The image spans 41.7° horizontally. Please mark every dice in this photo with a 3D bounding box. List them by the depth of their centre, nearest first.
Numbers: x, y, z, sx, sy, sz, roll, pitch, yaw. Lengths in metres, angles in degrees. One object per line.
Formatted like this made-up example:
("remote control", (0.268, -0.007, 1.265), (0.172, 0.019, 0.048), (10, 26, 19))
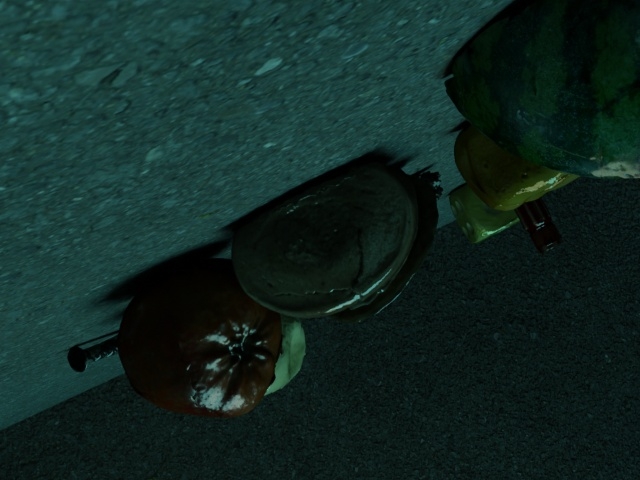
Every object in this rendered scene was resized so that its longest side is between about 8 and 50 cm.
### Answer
("dice", (0.486, -0.099, 2.454), (0.169, 0.166, 0.169), (-25, 174, -4))

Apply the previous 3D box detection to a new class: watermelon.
("watermelon", (0.307, -0.217, 0.845), (0.292, 0.319, 0.222), (-32, 140, -7))

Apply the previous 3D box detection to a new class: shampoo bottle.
("shampoo bottle", (0.450, -0.098, 1.857), (0.064, 0.260, 0.102), (-27, 175, 0))

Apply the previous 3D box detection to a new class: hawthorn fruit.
("hawthorn fruit", (-0.228, 0.171, 1.424), (0.308, 0.276, 0.276), (-8, -175, 31))

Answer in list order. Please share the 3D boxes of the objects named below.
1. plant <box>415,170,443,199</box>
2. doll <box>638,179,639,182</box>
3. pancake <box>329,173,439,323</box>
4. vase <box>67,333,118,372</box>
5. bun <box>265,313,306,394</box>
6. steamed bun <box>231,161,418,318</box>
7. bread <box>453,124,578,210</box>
("plant", (0.172, -0.085, 1.716), (0.174, 0.087, 0.085), (-31, 144, 3))
("doll", (0.666, -0.219, 1.844), (0.213, 0.236, 0.213), (-20, 174, -2))
("pancake", (0.095, 0.007, 1.497), (0.288, 0.286, 0.033), (-41, 127, 19))
("vase", (-0.471, 0.239, 1.843), (0.059, 0.059, 0.167), (-30, 173, 34))
("bun", (-0.206, 0.192, 1.692), (0.353, 0.227, 0.349), (-10, -173, -11))
("steamed bun", (0.030, 0.014, 1.336), (0.301, 0.199, 0.251), (-28, 174, 7))
("bread", (0.356, -0.165, 1.333), (0.132, 0.166, 0.294), (-21, 173, -40))
